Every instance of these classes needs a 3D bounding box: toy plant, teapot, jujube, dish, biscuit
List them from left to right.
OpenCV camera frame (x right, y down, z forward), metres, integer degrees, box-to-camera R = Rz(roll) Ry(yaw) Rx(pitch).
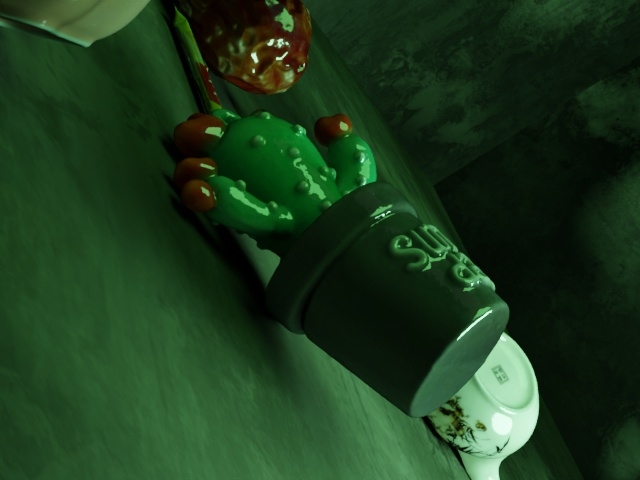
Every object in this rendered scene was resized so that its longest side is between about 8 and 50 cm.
[{"bbox_3d":[-0.223,-0.202,0.925,0.213,0.091,0.213,15,2,-1],"label":"dish"},{"bbox_3d":[-0.153,-0.207,1.585,0.048,0.026,0.292,76,-7,-48],"label":"biscuit"},{"bbox_3d":[-0.112,-0.317,1.737,0.250,0.174,0.174,52,7,23],"label":"jujube"},{"bbox_3d":[0.010,-0.006,1.287,0.400,0.279,0.185,42,-34,23],"label":"toy plant"},{"bbox_3d":[0.206,0.198,1.772,0.208,0.166,0.300,-20,65,-38],"label":"teapot"}]

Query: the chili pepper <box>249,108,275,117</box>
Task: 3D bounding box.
[{"bbox_3d":[-0.037,-0.117,1.801,0.202,0.050,0.052,47,53,-33],"label":"chili pepper"}]
